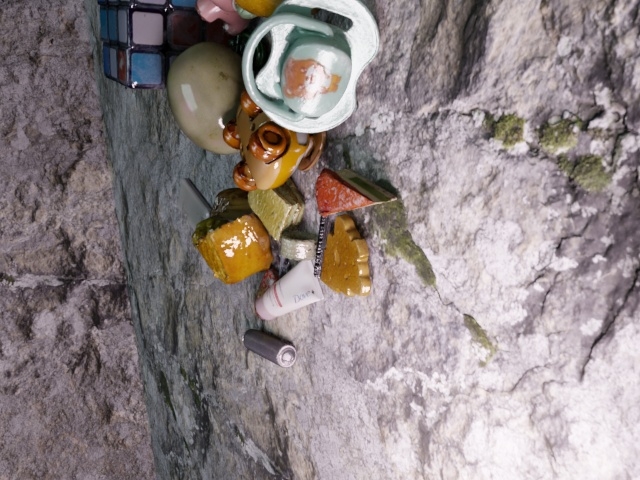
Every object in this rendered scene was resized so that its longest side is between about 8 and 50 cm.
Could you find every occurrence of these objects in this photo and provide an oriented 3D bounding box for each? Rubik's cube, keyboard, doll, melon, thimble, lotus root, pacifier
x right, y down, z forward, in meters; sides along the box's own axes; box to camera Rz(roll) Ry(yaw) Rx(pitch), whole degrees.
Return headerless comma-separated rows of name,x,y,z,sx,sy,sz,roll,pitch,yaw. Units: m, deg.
Rubik's cube,-0.486,-0.666,1.815,0.362,0.363,0.358,26,117,51
keyboard,0.000,0.000,1.491,0.060,0.018,0.195,-149,66,-78
doll,-0.213,-0.708,1.561,0.268,0.216,0.284,-20,74,30
melon,-0.296,-0.397,1.655,0.268,0.268,0.330,-6,118,57
thimble,-0.053,0.015,1.551,0.084,0.110,0.062,-59,-25,-67
lotus root,-0.285,-0.123,1.866,0.159,0.135,0.095,-30,71,42
pacifier,-0.029,-0.422,1.304,0.269,0.288,0.343,-96,25,-50

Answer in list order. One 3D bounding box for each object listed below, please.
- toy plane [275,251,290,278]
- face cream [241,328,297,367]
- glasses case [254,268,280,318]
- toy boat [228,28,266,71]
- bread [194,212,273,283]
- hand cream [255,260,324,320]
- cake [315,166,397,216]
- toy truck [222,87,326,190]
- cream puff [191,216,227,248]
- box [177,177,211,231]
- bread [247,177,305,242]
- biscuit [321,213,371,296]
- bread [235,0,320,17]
toy plane,-0.111,0.076,1.713,0.078,0.031,0.083,12,107,56
face cream,-0.176,0.338,1.839,0.283,0.073,0.073,8,104,56
glasses case,-0.170,0.175,1.811,0.073,0.049,0.194,53,138,35
toy boat,-0.210,-0.561,1.689,0.210,0.052,0.104,44,130,44
bread,-0.255,0.036,1.760,0.179,0.194,0.340,65,159,-1
hand cream,-0.087,0.155,1.661,0.248,0.083,0.133,-37,68,39
cake,0.073,-0.127,1.327,0.220,0.086,0.116,-11,91,58
toy truck,-0.123,-0.273,1.483,0.204,0.212,0.288,-47,55,52
cream puff,-0.379,-0.013,2.023,0.156,0.121,0.156,5,96,55
box,-0.494,-0.122,2.247,0.285,0.044,0.142,47,132,42
bread,-0.121,-0.105,1.618,0.196,0.102,0.138,51,139,34
biscuit,0.059,0.055,1.436,0.239,0.041,0.212,-43,61,58
bread,-0.095,-0.703,1.273,0.394,0.250,0.361,-42,63,47
